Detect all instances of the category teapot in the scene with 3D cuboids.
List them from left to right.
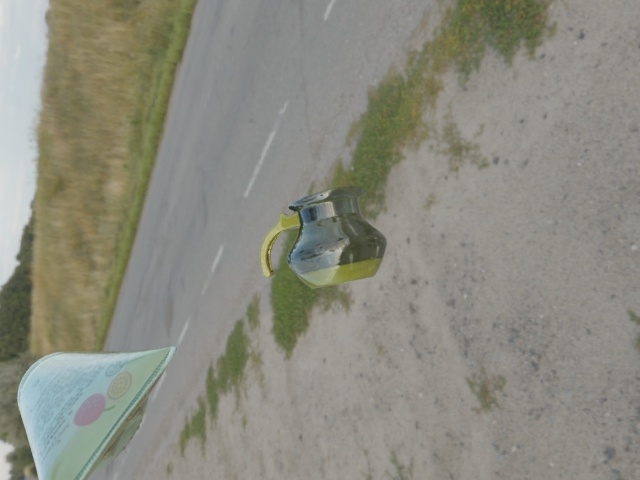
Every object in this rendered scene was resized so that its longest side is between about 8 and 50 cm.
[{"bbox_3d":[0.000,0.000,0.747,0.130,0.166,0.119,23,-125,-80],"label":"teapot"}]

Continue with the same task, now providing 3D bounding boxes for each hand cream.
[{"bbox_3d":[-0.226,0.154,0.552,0.147,0.093,0.306,-55,19,-25],"label":"hand cream"}]
